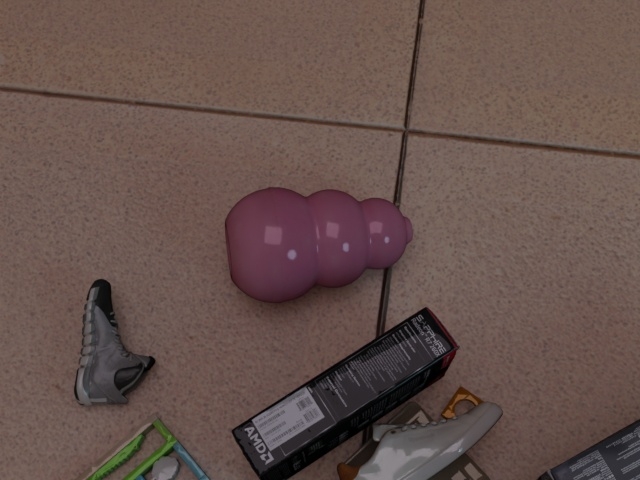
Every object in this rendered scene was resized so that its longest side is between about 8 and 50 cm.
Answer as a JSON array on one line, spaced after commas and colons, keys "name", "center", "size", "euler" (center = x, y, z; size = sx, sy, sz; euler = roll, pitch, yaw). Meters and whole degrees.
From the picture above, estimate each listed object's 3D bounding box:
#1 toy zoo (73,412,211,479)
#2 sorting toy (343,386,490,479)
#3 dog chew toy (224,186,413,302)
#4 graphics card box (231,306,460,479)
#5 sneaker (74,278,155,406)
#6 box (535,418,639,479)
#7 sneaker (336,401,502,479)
[{"name": "toy zoo", "center": [-0.263, 0.461, 1.571], "size": [0.192, 0.030, 0.293], "euler": [-40, 70, -13]}, {"name": "sorting toy", "center": [0.159, 0.399, 1.571], "size": [0.348, 0.047, 0.196], "euler": [-40, 75, -13]}, {"name": "dog chew toy", "center": [0.000, 0.000, 1.672], "size": [0.332, 0.206, 0.206], "euler": [-6, 67, -9]}, {"name": "graphics card box", "center": [0.041, 0.265, 1.531], "size": [0.371, 0.233, 0.094], "euler": [-32, 73, -10]}, {"name": "sneaker", "center": [-0.358, 0.185, 1.674], "size": [0.132, 0.086, 0.228], "euler": [4, 77, -1]}, {"name": "box", "center": [0.507, 0.322, 1.438], "size": [0.395, 0.318, 0.097], "euler": [-26, 68, -9]}, {"name": "sneaker", "center": [0.157, 0.323, 1.515], "size": [0.290, 0.106, 0.123], "euler": [-32, 75, -10]}]
